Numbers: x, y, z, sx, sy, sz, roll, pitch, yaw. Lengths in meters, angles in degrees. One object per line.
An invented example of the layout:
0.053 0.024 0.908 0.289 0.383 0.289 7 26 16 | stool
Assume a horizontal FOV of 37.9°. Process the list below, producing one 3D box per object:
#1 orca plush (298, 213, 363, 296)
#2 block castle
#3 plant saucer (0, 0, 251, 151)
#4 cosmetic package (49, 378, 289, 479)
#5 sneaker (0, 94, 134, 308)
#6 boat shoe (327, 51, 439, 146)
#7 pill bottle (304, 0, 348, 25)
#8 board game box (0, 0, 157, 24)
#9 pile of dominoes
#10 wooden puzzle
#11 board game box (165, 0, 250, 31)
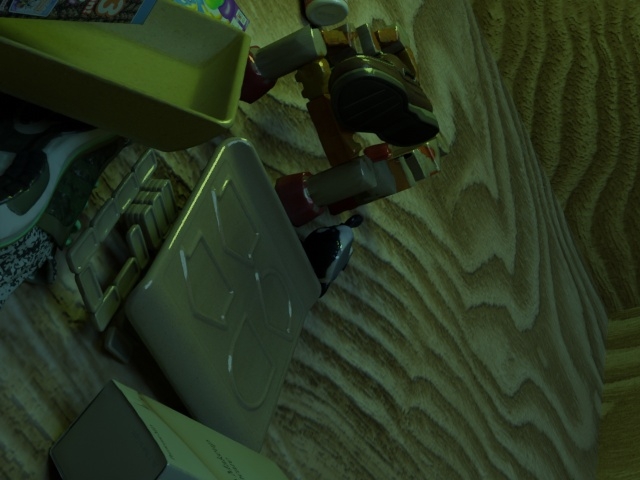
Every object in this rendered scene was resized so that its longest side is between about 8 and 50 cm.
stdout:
0.000 0.000 1.563 0.102 0.151 0.287 28 17 5 | orca plush
0.029 -0.207 1.618 0.453 0.213 0.303 -28 97 -62 | block castle
-0.256 -0.218 1.067 0.332 0.081 0.333 21 27 -11 | plant saucer
-0.139 0.294 1.069 0.160 0.113 0.309 40 -1 44 | cosmetic package
-0.319 -0.047 1.040 0.410 0.158 0.182 -58 158 -59 | sneaker
0.084 -0.226 1.405 0.307 0.110 0.104 23 49 -66 | boat shoe
0.007 -0.521 1.879 0.087 0.087 0.160 26 52 -53 | pill bottle
-0.306 -0.350 0.942 0.232 0.141 0.291 45 26 12 | board game box
-0.244 0.020 1.172 0.251 0.040 0.196 -66 152 -50 | pile of dominoes
-0.131 0.080 1.281 0.322 0.080 0.348 64 33 -32 | wooden puzzle
-0.244 -0.349 1.281 0.275 0.144 0.142 53 34 -31 | board game box
